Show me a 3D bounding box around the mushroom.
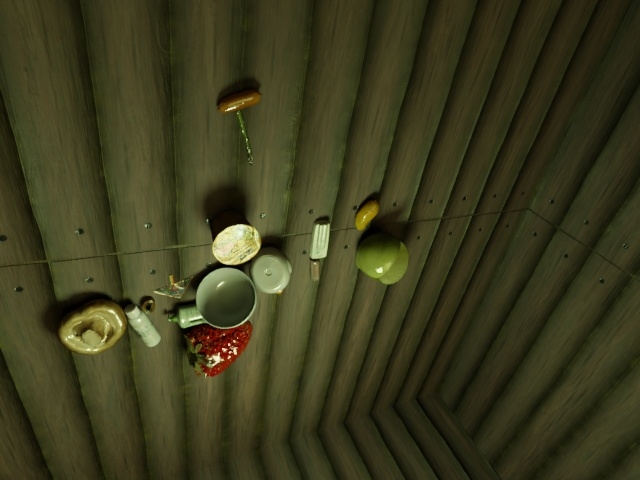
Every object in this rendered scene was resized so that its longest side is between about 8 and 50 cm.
[{"bbox_3d":[-1.005,0.381,1.811,0.279,0.146,0.278,-12,122,-21],"label":"mushroom"}]

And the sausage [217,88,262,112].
[{"bbox_3d":[-0.305,-0.530,1.556,0.183,0.054,0.062,-20,103,-11],"label":"sausage"}]

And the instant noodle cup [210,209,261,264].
[{"bbox_3d":[-0.388,-0.024,1.817,0.216,0.172,0.215,-15,131,-18],"label":"instant noodle cup"}]

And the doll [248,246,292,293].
[{"bbox_3d":[-0.239,0.150,2.044,0.221,0.221,0.250,-19,97,-15],"label":"doll"}]

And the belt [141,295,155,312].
[{"bbox_3d":[-0.810,0.305,1.932,0.059,0.036,0.083,-3,126,-25],"label":"belt"}]

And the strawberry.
[{"bbox_3d":[-0.525,0.545,2.144,0.344,0.292,0.292,-14,131,-38],"label":"strawberry"}]

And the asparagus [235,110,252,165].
[{"bbox_3d":[-0.306,-0.414,1.666,0.025,0.024,0.248,8,133,19],"label":"asparagus"}]

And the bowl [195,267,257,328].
[{"bbox_3d":[-0.442,0.281,1.986,0.287,0.286,0.144,-30,170,-6],"label":"bowl"}]

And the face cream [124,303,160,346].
[{"bbox_3d":[-0.848,0.400,1.947,0.082,0.082,0.268,-23,135,-12],"label":"face cream"}]

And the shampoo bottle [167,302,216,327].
[{"bbox_3d":[-0.635,0.370,2.040,0.234,0.087,0.118,-9,110,-23],"label":"shampoo bottle"}]

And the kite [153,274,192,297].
[{"bbox_3d":[-0.693,0.223,1.952,0.190,0.010,0.159,-22,132,-13],"label":"kite"}]

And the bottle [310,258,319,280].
[{"bbox_3d":[-0.030,0.156,2.234,0.053,0.053,0.140,-15,129,-19],"label":"bottle"}]

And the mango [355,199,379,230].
[{"bbox_3d":[0.239,-0.136,2.146,0.098,0.075,0.190,17,121,-28],"label":"mango"}]

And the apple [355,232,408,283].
[{"bbox_3d":[0.339,0.094,2.236,0.292,0.292,0.254,35,81,-42],"label":"apple"}]

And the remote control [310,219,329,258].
[{"bbox_3d":[0.000,0.000,2.133,0.090,0.049,0.230,-9,129,-20],"label":"remote control"}]
